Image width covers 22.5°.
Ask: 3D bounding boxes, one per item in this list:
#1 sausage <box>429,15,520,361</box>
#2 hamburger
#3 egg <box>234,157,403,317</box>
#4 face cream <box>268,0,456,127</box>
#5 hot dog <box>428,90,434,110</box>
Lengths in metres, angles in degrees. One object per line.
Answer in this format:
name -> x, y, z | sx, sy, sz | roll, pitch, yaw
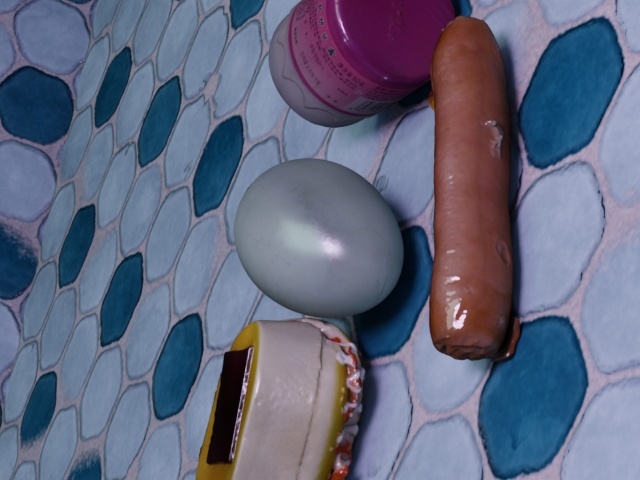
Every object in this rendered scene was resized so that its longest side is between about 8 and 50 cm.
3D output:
sausage -> 0.163, -0.064, 1.735 | 0.094, 0.094, 0.419 | -15, 54, 26
hamburger -> -0.049, 0.235, 1.892 | 0.227, 0.151, 0.295 | -158, 80, -71
egg -> 0.000, 0.000, 1.908 | 0.264, 0.183, 0.183 | 34, 104, 58
face cream -> 0.049, -0.244, 1.988 | 0.195, 0.175, 0.175 | -28, 48, 56
hot dog -> 0.153, -0.188, 1.920 | 0.083, 0.021, 0.037 | -53, 31, 35
